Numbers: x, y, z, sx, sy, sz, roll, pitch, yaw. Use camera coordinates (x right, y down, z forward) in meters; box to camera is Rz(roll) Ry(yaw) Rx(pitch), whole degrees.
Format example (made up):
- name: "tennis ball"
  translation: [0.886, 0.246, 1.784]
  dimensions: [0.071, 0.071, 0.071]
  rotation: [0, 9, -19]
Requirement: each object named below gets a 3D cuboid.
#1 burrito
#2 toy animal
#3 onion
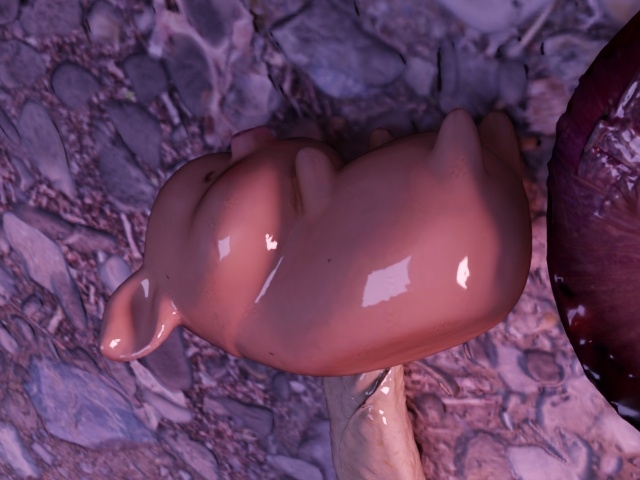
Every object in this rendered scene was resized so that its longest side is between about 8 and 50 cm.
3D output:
- name: "burrito"
  translation: [0.048, 0.174, 0.782]
  dimensions: [0.082, 0.059, 0.275]
  rotation: [18, 129, 40]
- name: "toy animal"
  translation: [0.005, 0.006, 0.638]
  dimensions: [0.250, 0.166, 0.154]
  rotation: [-2, 90, 30]
- name: "onion"
  translation: [0.214, -0.008, 0.488]
  dimensions: [0.248, 0.161, 0.248]
  rotation: [10, 115, 23]
